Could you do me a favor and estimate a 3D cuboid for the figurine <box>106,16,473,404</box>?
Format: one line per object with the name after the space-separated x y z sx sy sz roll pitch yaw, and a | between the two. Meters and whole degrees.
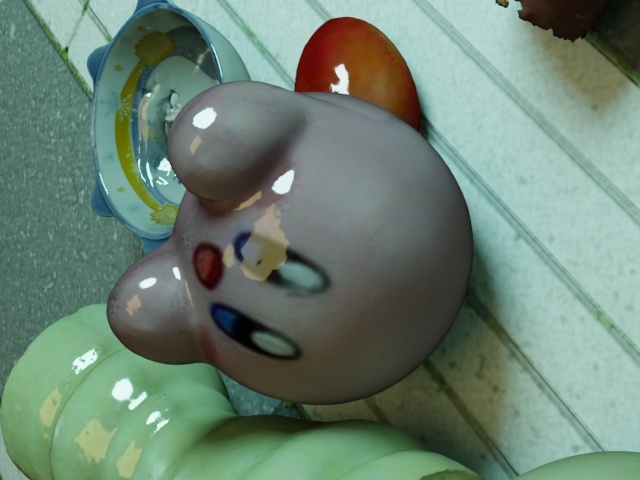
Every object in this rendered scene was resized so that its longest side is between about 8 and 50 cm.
0.007 0.001 0.730 0.211 0.261 0.270 30 112 10 | figurine

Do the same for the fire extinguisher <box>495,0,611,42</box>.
0.195 -0.280 0.568 0.106 0.147 0.337 51 124 29 | fire extinguisher

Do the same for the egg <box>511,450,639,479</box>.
0.162 0.218 0.581 0.241 0.186 0.186 -40 63 52 | egg

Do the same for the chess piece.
-0.084 0.197 0.812 0.442 0.234 0.234 23 107 47 | chess piece

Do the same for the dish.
-0.125 -0.108 0.924 0.228 0.086 0.236 30 111 41 | dish
